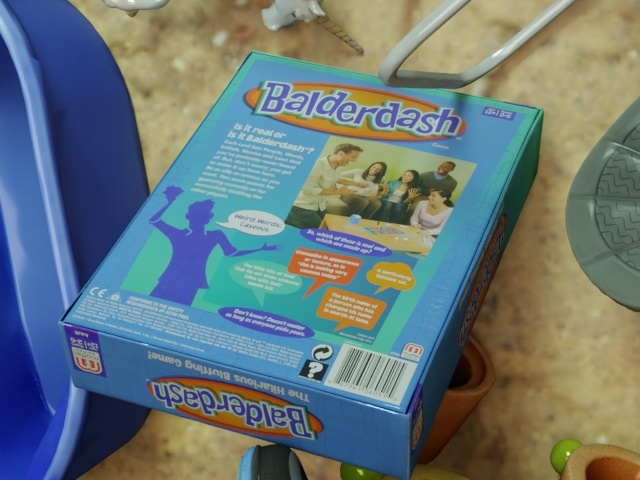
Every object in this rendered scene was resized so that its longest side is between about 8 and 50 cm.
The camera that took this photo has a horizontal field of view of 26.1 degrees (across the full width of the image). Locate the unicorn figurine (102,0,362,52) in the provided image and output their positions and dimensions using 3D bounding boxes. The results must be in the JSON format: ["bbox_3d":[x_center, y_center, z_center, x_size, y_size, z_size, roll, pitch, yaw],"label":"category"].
[{"bbox_3d":[-0.061,-0.157,0.720,0.111,0.060,0.162,-19,89,19],"label":"unicorn figurine"}]

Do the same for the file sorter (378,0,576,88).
[{"bbox_3d":[0.030,-0.220,0.619,0.173,0.193,0.277,-41,82,19],"label":"file sorter"}]

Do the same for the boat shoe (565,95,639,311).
[{"bbox_3d":[0.251,-0.082,0.616,0.320,0.103,0.118,-46,61,10],"label":"boat shoe"}]

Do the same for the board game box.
[{"bbox_3d":[0.000,0.000,0.644,0.160,0.210,0.047,14,136,17],"label":"board game box"}]

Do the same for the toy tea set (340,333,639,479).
[{"bbox_3d":[0.128,0.124,0.608,0.336,0.200,0.124,33,119,18],"label":"toy tea set"}]

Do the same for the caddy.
[{"bbox_3d":[-0.222,0.003,0.724,0.241,0.179,0.341,-10,91,19],"label":"caddy"}]

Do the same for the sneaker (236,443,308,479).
[{"bbox_3d":[0.030,0.151,0.537,0.078,0.067,0.188,-38,58,-8],"label":"sneaker"}]
